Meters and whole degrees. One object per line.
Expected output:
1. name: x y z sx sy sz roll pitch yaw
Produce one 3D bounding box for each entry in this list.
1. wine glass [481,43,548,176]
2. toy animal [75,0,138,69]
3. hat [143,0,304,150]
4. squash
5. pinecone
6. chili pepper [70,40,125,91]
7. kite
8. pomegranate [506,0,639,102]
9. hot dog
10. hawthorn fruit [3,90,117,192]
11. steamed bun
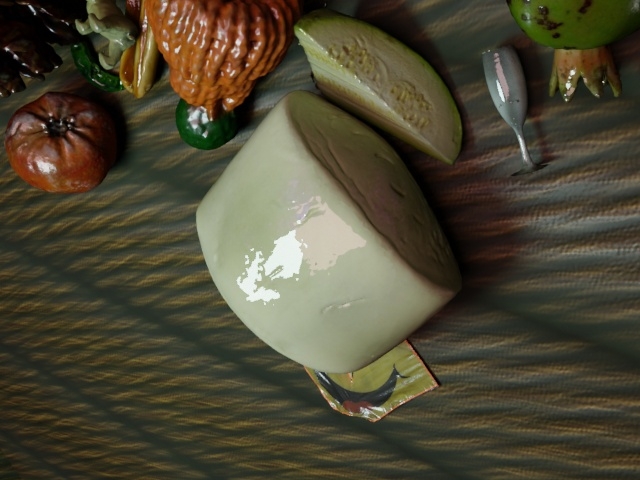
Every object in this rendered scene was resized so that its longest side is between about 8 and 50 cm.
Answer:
1. wine glass: 0.302 -0.203 1.032 0.066 0.066 0.198 -12 99 36
2. toy animal: -0.436 -0.457 1.330 0.219 0.101 0.103 53 154 21
3. hat: -0.174 -0.356 1.219 0.285 0.285 0.400 41 156 14
4. squash: 0.115 -0.269 1.081 0.288 0.111 0.203 32 168 25
5. pinecone: -0.692 -0.477 1.367 0.397 0.397 0.398 13 115 29
6. chili pepper: -0.500 -0.381 1.494 0.182 0.050 0.073 37 118 14
7. kite: 0.070 0.227 1.380 0.377 0.013 0.328 9 110 32
8. pomegranate: 0.339 -0.316 0.855 0.230 0.231 0.286 14 114 29
9. hot dog: -0.365 -0.421 1.378 0.100 0.068 0.250 35 122 34
10. hawthorn fruit: -0.590 -0.206 1.526 0.242 0.242 0.272 52 159 5
11. steamed bun: 0.000 0.000 1.162 0.456 0.290 0.371 49 125 8
